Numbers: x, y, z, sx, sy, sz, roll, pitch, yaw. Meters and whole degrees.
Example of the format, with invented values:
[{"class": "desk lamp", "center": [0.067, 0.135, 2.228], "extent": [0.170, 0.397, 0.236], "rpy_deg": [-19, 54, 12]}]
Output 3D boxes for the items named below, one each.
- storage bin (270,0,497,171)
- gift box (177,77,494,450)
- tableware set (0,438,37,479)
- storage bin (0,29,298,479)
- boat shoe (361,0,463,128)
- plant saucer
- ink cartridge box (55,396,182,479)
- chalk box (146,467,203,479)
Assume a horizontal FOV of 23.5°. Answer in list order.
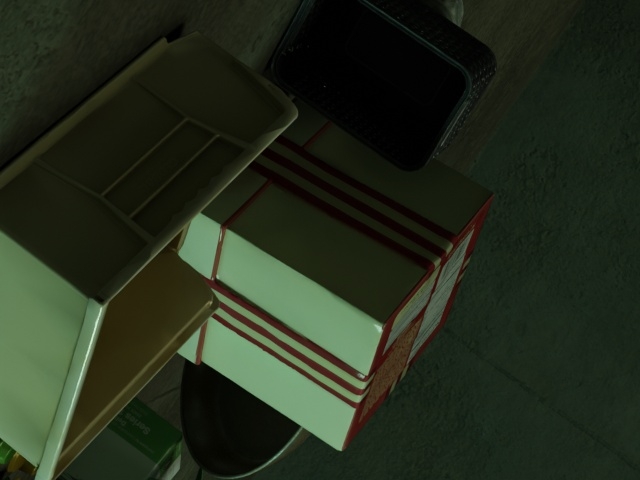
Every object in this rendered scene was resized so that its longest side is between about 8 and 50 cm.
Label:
[{"class": "storage bin", "center": [0.060, -0.165, 1.460], "extent": [0.122, 0.180, 0.084], "rpy_deg": [-59, 171, 28]}, {"class": "gift box", "center": [0.000, 0.000, 1.533], "extent": [0.255, 0.258, 0.276], "rpy_deg": [-46, 160, -43]}, {"class": "tableware set", "center": [-0.313, 0.229, 1.528], "extent": [0.104, 0.024, 0.154], "rpy_deg": [-57, 170, -3]}, {"class": "storage bin", "center": [-0.155, 0.010, 1.183], "extent": [0.260, 0.123, 0.262], "rpy_deg": [-47, 168, -39]}, {"class": "boat shoe", "center": [0.084, -0.156, 1.858], "extent": [0.103, 0.118, 0.320], "rpy_deg": [-36, 153, -59]}, {"class": "plant saucer", "center": [-0.055, 0.130, 1.778], "extent": [0.310, 0.050, 0.310], "rpy_deg": [-33, -136, 39]}, {"class": "ink cartridge box", "center": [-0.266, 0.310, 1.843], "extent": [0.219, 0.092, 0.160], "rpy_deg": [-50, 170, -23]}, {"class": "chalk box", "center": [-0.161, 0.366, 1.777], "extent": [0.132, 0.132, 0.213], "rpy_deg": [108, 2, -59]}]
